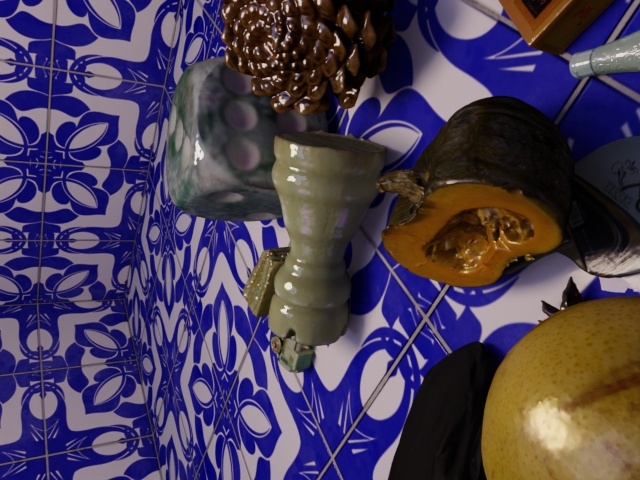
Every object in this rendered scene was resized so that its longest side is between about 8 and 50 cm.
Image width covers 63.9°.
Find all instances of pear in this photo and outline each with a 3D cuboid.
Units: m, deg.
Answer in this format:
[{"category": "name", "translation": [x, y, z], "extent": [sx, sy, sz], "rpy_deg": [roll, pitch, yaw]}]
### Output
[{"category": "pear", "translation": [0.318, 0.204, 0.519], "extent": [0.314, 0.314, 0.315], "rpy_deg": [0, 90, 58]}]

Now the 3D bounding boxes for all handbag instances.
[{"category": "handbag", "translation": [0.181, 0.313, 0.790], "extent": [0.192, 0.074, 0.332], "rpy_deg": [-51, 7, 44]}]

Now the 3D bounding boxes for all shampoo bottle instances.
[{"category": "shampoo bottle", "translation": [0.401, -0.234, 0.623], "extent": [0.190, 0.041, 0.069], "rpy_deg": [7, 101, 58]}]

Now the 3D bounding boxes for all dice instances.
[{"category": "dice", "translation": [-0.193, -0.239, 1.290], "extent": [0.348, 0.330, 0.328], "rpy_deg": [-21, 69, 58]}]

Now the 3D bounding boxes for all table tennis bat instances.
[{"category": "table tennis bat", "translation": [0.365, -0.024, 0.702], "extent": [0.301, 0.022, 0.174], "rpy_deg": [-37, 57, 50]}]

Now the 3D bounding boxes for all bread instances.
[{"category": "bread", "translation": [-0.114, 0.101, 1.360], "extent": [0.102, 0.138, 0.196], "rpy_deg": [49, 130, 34]}]

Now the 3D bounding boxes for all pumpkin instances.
[{"category": "pumpkin", "translation": [0.207, -0.087, 0.733], "extent": [0.325, 0.241, 0.232], "rpy_deg": [125, 165, -65]}]

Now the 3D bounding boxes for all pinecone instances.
[{"category": "pinecone", "translation": [0.005, -0.457, 1.023], "extent": [0.384, 0.384, 0.385], "rpy_deg": [0, 90, 58]}]

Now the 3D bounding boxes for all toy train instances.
[{"category": "toy train", "translation": [-0.063, 0.240, 1.338], "extent": [0.125, 0.080, 0.194], "rpy_deg": [31, 114, 43]}]

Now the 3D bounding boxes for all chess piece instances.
[{"category": "chess piece", "translation": [0.000, 0.000, 1.109], "extent": [0.234, 0.233, 0.443], "rpy_deg": [34, 123, 53]}]

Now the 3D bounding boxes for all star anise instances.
[{"category": "star anise", "translation": [0.339, 0.134, 0.706], "extent": [0.129, 0.056, 0.124], "rpy_deg": [-60, 43, 38]}]

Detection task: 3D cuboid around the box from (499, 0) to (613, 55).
[{"category": "box", "translation": [0.318, -0.427, 0.725], "extent": [0.174, 0.076, 0.274], "rpy_deg": [-50, 49, 47]}]

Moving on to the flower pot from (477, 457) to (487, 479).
[{"category": "flower pot", "translation": [0.255, 0.443, 0.757], "extent": [0.235, 0.148, 0.236], "rpy_deg": [-2, 87, 59]}]
